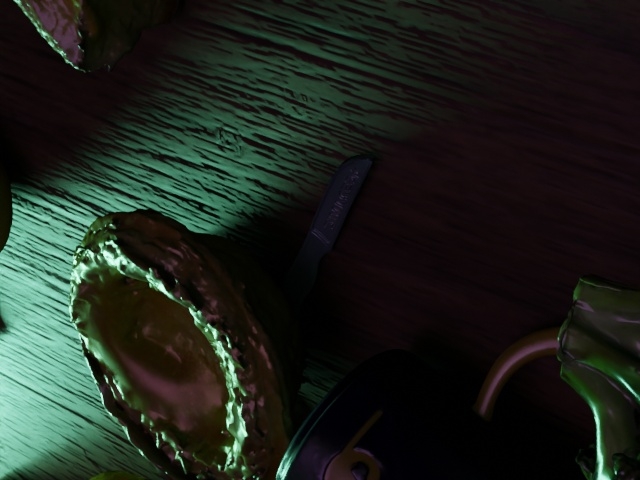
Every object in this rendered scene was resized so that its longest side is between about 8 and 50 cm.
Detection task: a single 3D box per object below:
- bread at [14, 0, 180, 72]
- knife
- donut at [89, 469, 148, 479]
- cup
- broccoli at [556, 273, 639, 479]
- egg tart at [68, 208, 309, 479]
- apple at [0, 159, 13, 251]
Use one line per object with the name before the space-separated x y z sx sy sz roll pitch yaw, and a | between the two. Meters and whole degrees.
bread | -0.167 -0.234 1.011 0.169 0.140 0.160 51 148 -1
knife | 0.000 0.000 1.100 0.028 0.015 0.210 42 137 18
donut | -0.126 0.320 1.278 0.303 0.110 0.303 27 159 12
cup | 0.132 0.184 1.032 0.256 0.255 0.178 39 172 20
broccoli | 0.233 0.085 0.820 0.176 0.198 0.226 -4 120 28
egg tart | -0.105 0.095 1.167 0.288 0.118 0.288 27 132 33
apple | -0.390 -0.038 1.311 0.199 0.199 0.199 22 128 31
